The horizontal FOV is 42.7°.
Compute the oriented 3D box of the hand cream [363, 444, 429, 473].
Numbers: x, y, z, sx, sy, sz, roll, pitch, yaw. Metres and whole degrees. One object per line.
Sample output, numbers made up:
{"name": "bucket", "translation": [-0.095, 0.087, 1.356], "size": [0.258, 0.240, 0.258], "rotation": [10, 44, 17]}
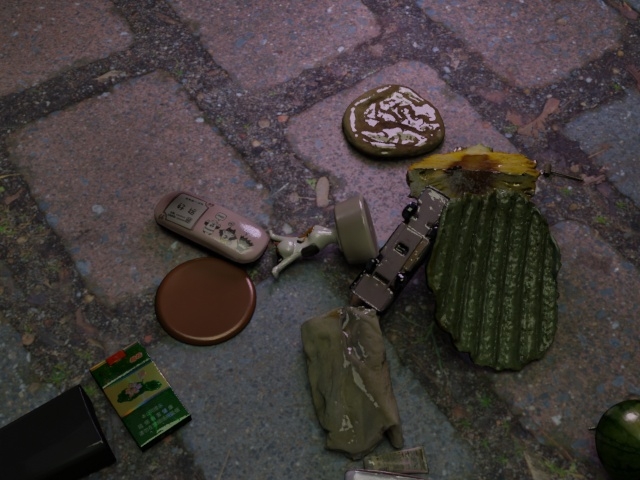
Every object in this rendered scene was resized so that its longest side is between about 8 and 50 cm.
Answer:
{"name": "hand cream", "translation": [0.162, 0.480, 1.779], "size": [0.143, 0.039, 0.061], "rotation": [-1, 56, -12]}

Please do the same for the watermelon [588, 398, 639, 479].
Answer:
{"name": "watermelon", "translation": [0.677, 0.430, 1.740], "size": [0.188, 0.214, 0.188], "rotation": [0, 92, -3]}

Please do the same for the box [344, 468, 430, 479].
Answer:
{"name": "box", "translation": [0.118, 0.651, 1.613], "size": [0.190, 0.112, 0.370], "rotation": [5, 55, 3]}

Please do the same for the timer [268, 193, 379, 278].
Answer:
{"name": "timer", "translation": [0.000, 0.000, 2.049], "size": [0.266, 0.175, 0.175], "rotation": [-14, 56, 9]}

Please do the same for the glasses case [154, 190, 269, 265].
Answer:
{"name": "glasses case", "translation": [-0.279, -0.033, 2.088], "size": [0.314, 0.075, 0.122], "rotation": [25, 54, 16]}

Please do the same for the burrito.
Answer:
{"name": "burrito", "translation": [0.076, 0.311, 1.833], "size": [0.190, 0.135, 0.332], "rotation": [-5, 59, -13]}

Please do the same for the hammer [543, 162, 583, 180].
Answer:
{"name": "hammer", "translation": [0.667, -0.182, 2.245], "size": [0.110, 0.019, 0.035], "rotation": [15, 57, 6]}

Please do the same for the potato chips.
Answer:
{"name": "potato chips", "translation": [0.404, 0.087, 1.905], "size": [0.358, 0.070, 0.429], "rotation": [8, 85, -20]}

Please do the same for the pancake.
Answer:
{"name": "pancake", "translation": [0.203, -0.338, 2.323], "size": [0.294, 0.049, 0.294], "rotation": [0, 54, -1]}

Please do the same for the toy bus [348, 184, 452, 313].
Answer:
{"name": "toy bus", "translation": [0.208, 0.027, 1.959], "size": [0.112, 0.138, 0.317], "rotation": [39, 90, 20]}

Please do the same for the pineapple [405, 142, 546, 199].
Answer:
{"name": "pineapple", "translation": [0.405, -0.124, 2.135], "size": [0.344, 0.209, 0.286], "rotation": [3, 20, 15]}

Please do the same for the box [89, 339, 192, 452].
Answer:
{"name": "box", "translation": [-0.408, 0.348, 1.853], "size": [0.132, 0.034, 0.235], "rotation": [-31, 61, -20]}

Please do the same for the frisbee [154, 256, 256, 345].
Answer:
{"name": "frisbee", "translation": [-0.281, 0.143, 2.005], "size": [0.250, 0.021, 0.251], "rotation": [1, 55, -2]}

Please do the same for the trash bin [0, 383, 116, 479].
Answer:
{"name": "trash bin", "translation": [-0.577, 0.441, 1.746], "size": [0.225, 0.115, 0.165], "rotation": [-27, 61, -13]}
